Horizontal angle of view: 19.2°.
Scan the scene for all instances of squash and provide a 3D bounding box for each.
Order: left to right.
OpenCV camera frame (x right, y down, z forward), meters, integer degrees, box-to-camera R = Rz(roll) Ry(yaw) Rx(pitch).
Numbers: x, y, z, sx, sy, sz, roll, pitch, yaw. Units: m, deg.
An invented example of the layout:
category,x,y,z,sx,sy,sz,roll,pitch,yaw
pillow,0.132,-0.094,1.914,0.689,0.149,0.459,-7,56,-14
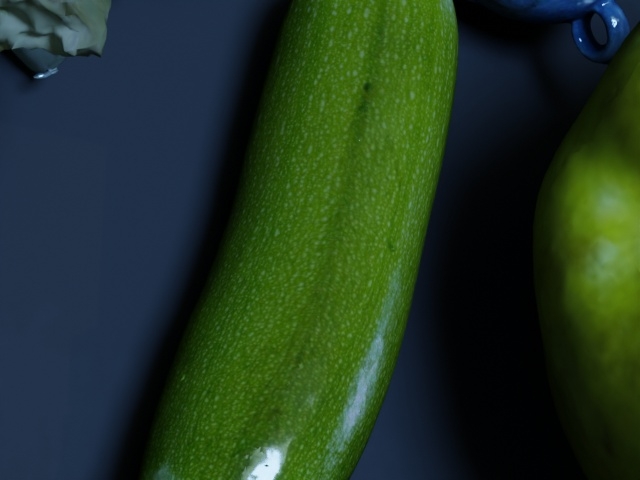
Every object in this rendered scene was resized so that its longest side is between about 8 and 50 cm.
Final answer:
category,x,y,z,sx,sy,sz,roll,pitch,yaw
squash,0.000,0.000,0.597,0.069,0.069,0.258,29,61,-21

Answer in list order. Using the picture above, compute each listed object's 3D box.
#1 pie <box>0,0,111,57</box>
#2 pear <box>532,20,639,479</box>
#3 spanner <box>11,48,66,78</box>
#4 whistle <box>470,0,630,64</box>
category,x,y,z,sx,sy,sz,roll,pitch,yaw
pie,-0.208,-0.139,0.469,0.337,0.075,0.337,10,67,-24
pear,0.212,0.018,0.618,0.307,0.253,0.253,6,70,-45
spanner,-0.121,-0.091,0.568,0.325,0.040,0.095,-15,81,-34
whistle,0.074,-0.136,0.682,0.090,0.090,0.158,-20,86,-36
